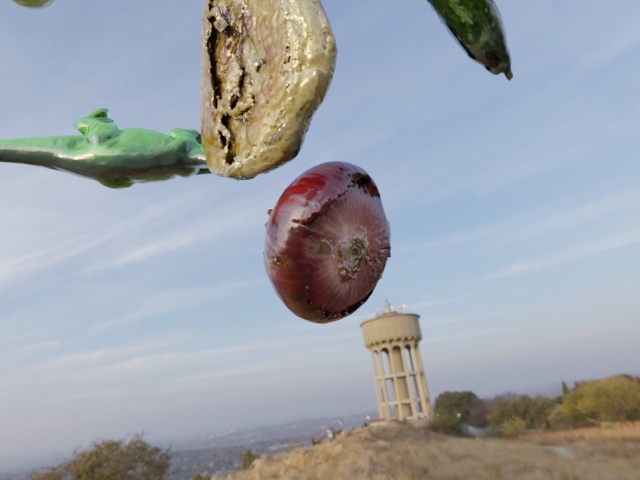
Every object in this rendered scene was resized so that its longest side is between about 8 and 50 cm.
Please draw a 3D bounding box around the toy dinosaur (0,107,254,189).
[{"bbox_3d":[-0.365,-0.116,0.726,0.374,0.144,0.499,21,32,33],"label":"toy dinosaur"}]

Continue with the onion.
[{"bbox_3d":[0.011,0.002,0.658,0.247,0.248,0.161,11,12,-37],"label":"onion"}]

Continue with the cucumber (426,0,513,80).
[{"bbox_3d":[0.091,-0.168,0.293,0.155,0.037,0.037,43,-43,-18],"label":"cucumber"}]

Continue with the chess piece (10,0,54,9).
[{"bbox_3d":[-0.493,-0.496,0.705,0.133,0.133,0.243,5,-25,-25],"label":"chess piece"}]

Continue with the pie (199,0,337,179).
[{"bbox_3d":[-0.109,-0.243,0.634,0.077,0.340,0.339,0,-20,-39],"label":"pie"}]
